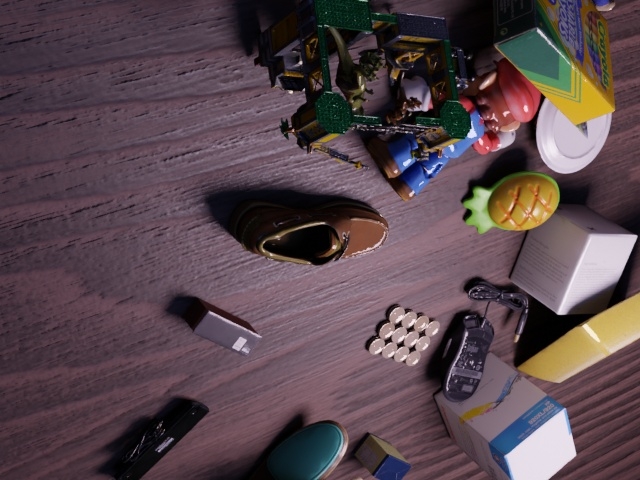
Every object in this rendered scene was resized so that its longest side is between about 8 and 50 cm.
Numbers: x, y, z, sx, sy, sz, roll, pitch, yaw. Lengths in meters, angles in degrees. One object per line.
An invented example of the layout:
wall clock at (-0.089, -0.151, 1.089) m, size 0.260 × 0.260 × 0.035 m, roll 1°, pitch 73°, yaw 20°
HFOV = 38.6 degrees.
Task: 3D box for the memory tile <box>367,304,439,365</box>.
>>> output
memory tile at (0.167, 0.190, 1.821) m, size 0.148 × 0.012 × 0.113 m, roll 23°, pitch 102°, yaw -39°

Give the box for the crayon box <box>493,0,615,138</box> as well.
crayon box at (0.410, -0.341, 1.555) m, size 0.323 × 0.083 × 0.203 m, roll 31°, pitch 53°, yaw -42°

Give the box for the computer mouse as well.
computer mouse at (0.338, 0.211, 1.920) m, size 0.184 × 0.060 × 0.262 m, roll 9°, pitch 99°, yaw -32°

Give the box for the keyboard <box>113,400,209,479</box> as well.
keyboard at (-0.287, 0.345, 1.606) m, size 0.192 × 0.038 × 0.100 m, roll -44°, pitch 155°, yaw -5°

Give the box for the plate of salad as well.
plate of salad at (0.485, -0.229, 1.767) m, size 0.200 × 0.048 × 0.200 m, roll -11°, pitch 111°, yaw -30°

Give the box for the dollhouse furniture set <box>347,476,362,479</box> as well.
dollhouse furniture set at (-0.048, 0.661, 1.783) m, size 0.362 × 0.256 × 0.394 m, roll -5°, pitch 154°, yaw -41°

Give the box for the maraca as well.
maraca at (0.365, -0.072, 1.750) m, size 0.186 × 0.099 × 0.127 m, roll -11°, pitch 120°, yaw 2°

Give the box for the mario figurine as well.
mario figurine at (0.234, -0.214, 1.588) m, size 0.320 × 0.170 × 0.198 m, roll -34°, pitch 167°, yaw 1°

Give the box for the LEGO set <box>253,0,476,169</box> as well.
LEGO set at (0.049, -0.225, 1.363) m, size 0.331 × 0.192 × 0.255 m, roll -11°, pitch 85°, yaw -34°

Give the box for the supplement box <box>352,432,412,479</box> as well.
supplement box at (0.128, 0.455, 1.901) m, size 0.083 × 0.083 × 0.056 m, roll 35°, pitch 94°, yaw -41°

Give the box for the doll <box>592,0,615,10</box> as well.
doll at (0.472, -0.480, 1.612) m, size 0.189 × 0.046 × 0.129 m, roll 34°, pitch 94°, yaw -42°

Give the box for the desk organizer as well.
desk organizer at (-0.166, 0.147, 1.549) m, size 0.130 × 0.050 × 0.047 m, roll 32°, pitch 96°, yaw -41°

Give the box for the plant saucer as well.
plant saucer at (0.628, 0.197, 1.966) m, size 0.333 × 0.081 × 0.333 m, roll -23°, pitch 163°, yaw -20°

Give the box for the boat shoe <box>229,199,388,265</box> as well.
boat shoe at (0.000, 0.000, 1.538) m, size 0.307 × 0.104 × 0.110 m, roll -2°, pitch 117°, yaw -33°

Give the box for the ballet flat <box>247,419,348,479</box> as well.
ballet flat at (-0.074, 0.483, 1.779) m, size 0.342 × 0.116 × 0.124 m, roll -44°, pitch 151°, yaw -3°

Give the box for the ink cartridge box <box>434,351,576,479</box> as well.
ink cartridge box at (0.390, 0.390, 1.940) m, size 0.168 × 0.233 × 0.171 m, roll -35°, pitch 130°, yaw -15°

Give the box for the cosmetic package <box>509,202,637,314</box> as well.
cosmetic package at (0.515, 0.036, 1.870) m, size 0.151 × 0.151 × 0.183 m, roll 2°, pitch 116°, yaw -35°
